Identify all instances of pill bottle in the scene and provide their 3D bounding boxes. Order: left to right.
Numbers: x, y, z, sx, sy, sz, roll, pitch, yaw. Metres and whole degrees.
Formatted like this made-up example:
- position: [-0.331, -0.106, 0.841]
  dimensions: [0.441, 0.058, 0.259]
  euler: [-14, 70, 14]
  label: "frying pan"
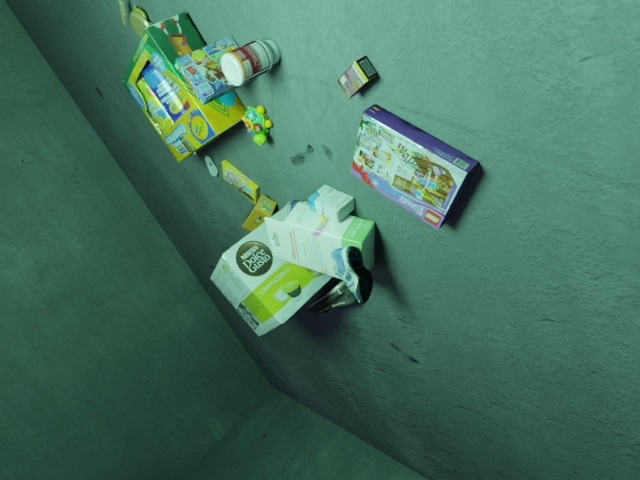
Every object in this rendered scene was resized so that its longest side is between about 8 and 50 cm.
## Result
- position: [-0.186, -0.488, 1.095]
  dimensions: [0.086, 0.152, 0.086]
  euler: [34, 147, 26]
  label: "pill bottle"
- position: [-0.065, -0.110, 1.452]
  dimensions: [0.120, 0.067, 0.067]
  euler: [10, 132, 48]
  label: "pill bottle"

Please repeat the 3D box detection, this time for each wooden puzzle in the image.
- position: [-0.487, -0.350, 1.486]
  dimensions: [0.049, 0.006, 0.083]
  euler: [-4, 128, 54]
  label: "wooden puzzle"

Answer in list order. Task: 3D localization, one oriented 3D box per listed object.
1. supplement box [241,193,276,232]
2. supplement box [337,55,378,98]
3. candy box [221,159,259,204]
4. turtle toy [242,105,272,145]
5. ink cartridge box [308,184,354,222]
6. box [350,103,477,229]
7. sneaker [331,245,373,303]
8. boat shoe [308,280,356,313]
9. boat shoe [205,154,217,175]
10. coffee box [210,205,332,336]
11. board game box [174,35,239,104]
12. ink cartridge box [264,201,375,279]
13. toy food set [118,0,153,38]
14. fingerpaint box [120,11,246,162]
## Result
- position: [-0.259, -0.104, 1.692]
  dimensions: [0.078, 0.080, 0.233]
  euler: [29, 155, -14]
  label: "supplement box"
- position: [0.087, -0.386, 0.957]
  dimensions: [0.055, 0.043, 0.083]
  euler: [54, 149, -8]
  label: "supplement box"
- position: [-0.338, -0.246, 1.702]
  dimensions: [0.205, 0.027, 0.105]
  euler: [38, 146, 18]
  label: "candy box"
- position: [-0.212, -0.381, 1.338]
  dimensions: [0.095, 0.066, 0.130]
  euler: [4, 128, 51]
  label: "turtle toy"
- position: [0.036, -0.118, 1.285]
  dimensions: [0.122, 0.088, 0.052]
  euler: [28, 144, 33]
  label: "ink cartridge box"
- position: [0.215, -0.181, 1.006]
  dimensions: [0.293, 0.057, 0.201]
  euler: [37, 148, 20]
  label: "box"
- position: [0.100, 0.104, 1.250]
  dimensions: [0.081, 0.080, 0.211]
  euler: [2, 123, 41]
  label: "sneaker"
- position: [0.043, 0.262, 1.691]
  dimensions: [0.096, 0.112, 0.335]
  euler: [52, 147, 5]
  label: "boat shoe"
- position: [-0.489, -0.335, 1.801]
  dimensions: [0.035, 0.035, 0.100]
  euler: [56, 170, 52]
  label: "boat shoe"
- position: [-0.192, 0.130, 1.624]
  dimensions: [0.334, 0.337, 0.338]
  euler: [49, 151, 1]
  label: "coffee box"
- position: [-0.302, -0.502, 1.185]
  dimensions: [0.136, 0.201, 0.035]
  euler: [55, 150, -9]
  label: "board game box"
- position: [0.000, 0.000, 1.361]
  dimensions: [0.353, 0.119, 0.207]
  euler: [16, 139, 22]
  label: "ink cartridge box"
- position: [-0.651, -0.792, 1.495]
  dimensions: [0.192, 0.039, 0.132]
  euler: [40, 156, -5]
  label: "toy food set"
- position: [-0.512, -0.521, 1.473]
  dimensions: [0.444, 0.163, 0.371]
  euler: [-4, 124, 54]
  label: "fingerpaint box"
